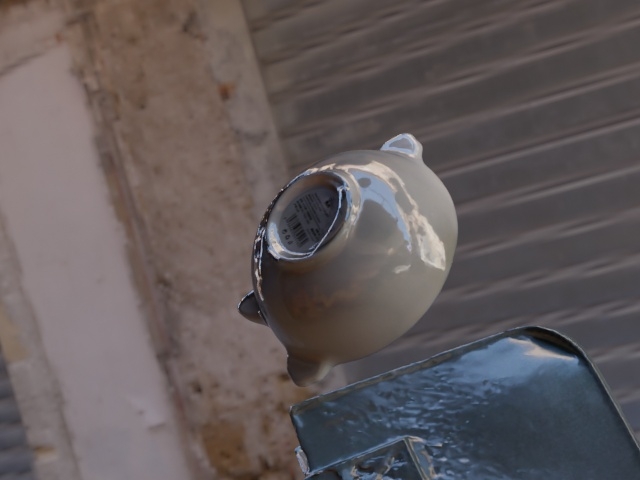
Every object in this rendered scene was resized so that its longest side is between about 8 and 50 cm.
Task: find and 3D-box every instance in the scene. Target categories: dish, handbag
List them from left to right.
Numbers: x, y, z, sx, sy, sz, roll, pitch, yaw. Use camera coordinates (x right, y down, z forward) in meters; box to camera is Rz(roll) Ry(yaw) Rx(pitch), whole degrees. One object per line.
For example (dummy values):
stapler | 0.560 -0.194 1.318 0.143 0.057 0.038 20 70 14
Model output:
dish | 0.000 0.000 1.253 0.228 0.236 0.086 -16 -37 30
handbag | 0.088 0.162 0.703 0.179 0.229 0.062 -18 -35 -8
